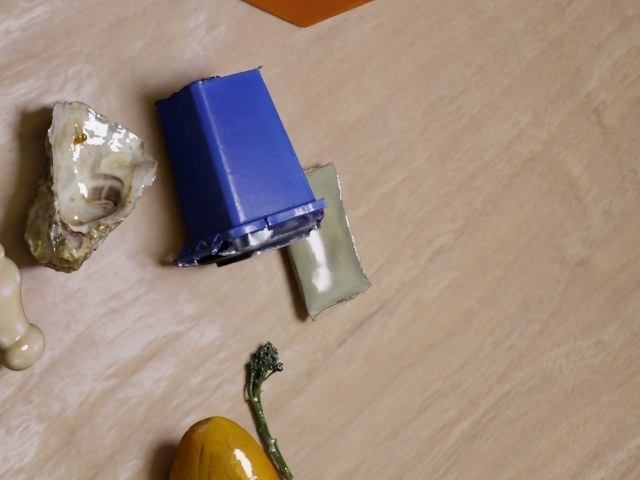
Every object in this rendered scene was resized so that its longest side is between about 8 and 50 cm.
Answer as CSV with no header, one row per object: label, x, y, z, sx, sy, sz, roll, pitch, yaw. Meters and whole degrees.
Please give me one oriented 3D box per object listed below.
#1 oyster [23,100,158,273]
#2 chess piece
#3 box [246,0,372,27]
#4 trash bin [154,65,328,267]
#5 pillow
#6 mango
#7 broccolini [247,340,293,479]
oyster,-0.296,-0.058,1.472,0.161,0.107,0.233,29,51,-26
chess piece,-0.410,0.021,1.353,0.124,0.139,0.307,-36,111,-17
box,-0.074,-0.419,1.578,0.341,0.225,0.144,19,73,-34
trash bin,-0.120,-0.091,1.563,0.184,0.162,0.235,-19,92,-36
pillow,0.000,0.000,1.704,0.119,0.053,0.208,-21,95,-38
mango,-0.118,0.337,1.534,0.126,0.153,0.252,-23,113,-43
broccolini,-0.071,0.236,1.648,0.052,0.054,0.194,-7,98,-7
